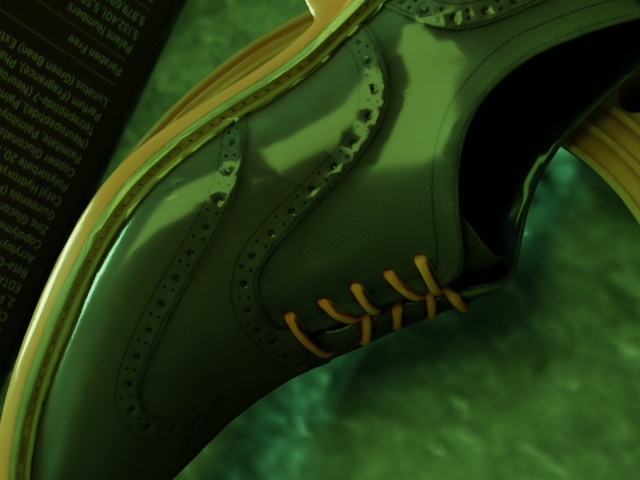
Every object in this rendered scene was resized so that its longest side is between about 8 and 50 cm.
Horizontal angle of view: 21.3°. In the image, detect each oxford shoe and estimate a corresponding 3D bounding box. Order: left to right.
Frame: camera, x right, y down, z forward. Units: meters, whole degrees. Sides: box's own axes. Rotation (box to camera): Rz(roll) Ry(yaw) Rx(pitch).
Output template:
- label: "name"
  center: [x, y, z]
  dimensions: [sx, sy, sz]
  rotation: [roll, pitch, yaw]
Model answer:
- label: "oxford shoe"
  center: [0.000, 0.000, 0.553]
  dimensions: [0.098, 0.097, 0.271]
  rotation: [41, 95, 32]

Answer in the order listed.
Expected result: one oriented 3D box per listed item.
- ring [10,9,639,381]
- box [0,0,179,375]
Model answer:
- label: "ring"
  center: [0.024, 0.060, 0.588]
  dimensions: [0.336, 0.032, 0.336]
  rotation: [-14, 63, 29]
- label: "box"
  center: [-0.215, -0.032, 0.719]
  dimensions: [0.191, 0.143, 0.381]
  rotation: [18, 82, 37]
